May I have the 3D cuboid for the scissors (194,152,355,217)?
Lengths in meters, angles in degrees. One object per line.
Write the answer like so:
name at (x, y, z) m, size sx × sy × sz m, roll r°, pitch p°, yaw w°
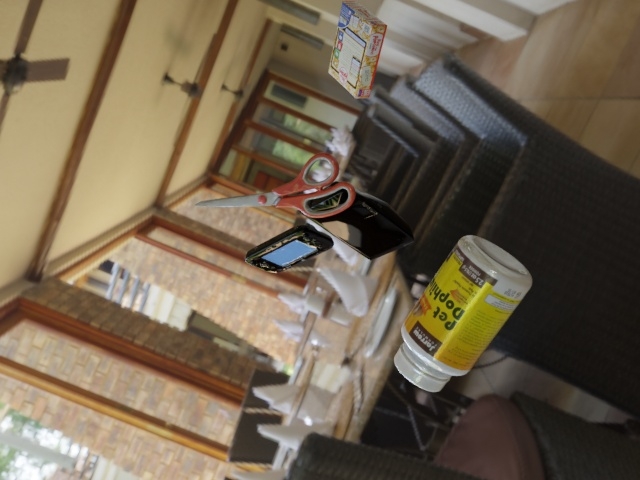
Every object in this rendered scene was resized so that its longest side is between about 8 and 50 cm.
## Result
scissors at (-0.083, -0.065, 1.266) m, size 0.297 × 0.109 × 0.021 m, roll -19°, pitch 8°, yaw 19°

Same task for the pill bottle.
pill bottle at (0.194, 0.108, 1.015) m, size 0.215 × 0.117 × 0.117 m, roll -60°, pitch 5°, yaw 19°

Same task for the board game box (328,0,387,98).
board game box at (0.088, -0.476, 1.789) m, size 0.147 × 0.045 × 0.194 m, roll 52°, pitch 142°, yaw 38°

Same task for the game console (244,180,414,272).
game console at (0.000, 0.000, 1.485) m, size 0.361 × 0.213 × 0.044 m, roll -25°, pitch 44°, yaw 38°
